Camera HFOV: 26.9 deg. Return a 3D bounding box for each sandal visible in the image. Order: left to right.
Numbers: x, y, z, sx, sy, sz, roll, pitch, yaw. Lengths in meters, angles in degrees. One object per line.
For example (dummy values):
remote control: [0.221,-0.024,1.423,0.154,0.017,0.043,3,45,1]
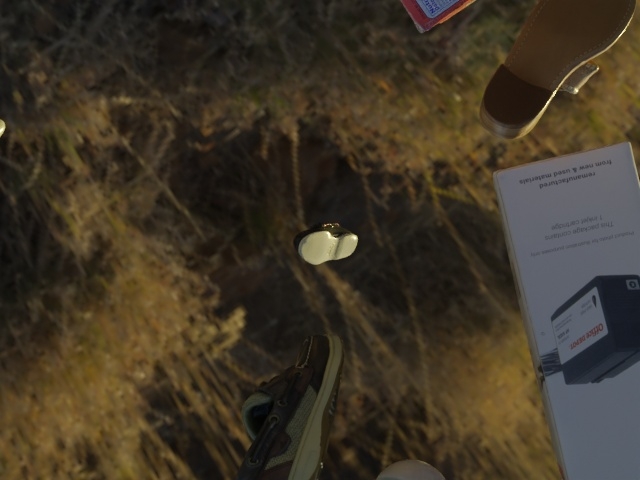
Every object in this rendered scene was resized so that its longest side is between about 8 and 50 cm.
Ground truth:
sandal: [0.233,-0.177,1.371,0.240,0.088,0.079,-48,165,-27]

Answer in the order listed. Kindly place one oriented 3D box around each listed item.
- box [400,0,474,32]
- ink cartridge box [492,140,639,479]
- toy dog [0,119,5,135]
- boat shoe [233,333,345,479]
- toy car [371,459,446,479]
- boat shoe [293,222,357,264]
box: [0.067,-0.340,1.119,0.154,0.300,0.142,-35,-176,15]
ink cartridge box: [0.258,0.083,1.252,0.129,0.307,0.223,-13,173,7]
toy dog: [-0.349,-0.290,1.174,0.408,0.395,0.284,-42,162,-36]
boat shoe: [-0.027,0.142,1.078,0.073,0.223,0.080,15,122,-2]
toy car: [0.075,0.307,1.254,0.159,0.136,0.182,-56,-178,-30]
boat shoe: [-0.001,0.002,1.803,0.133,0.042,0.049,-5,121,-59]
